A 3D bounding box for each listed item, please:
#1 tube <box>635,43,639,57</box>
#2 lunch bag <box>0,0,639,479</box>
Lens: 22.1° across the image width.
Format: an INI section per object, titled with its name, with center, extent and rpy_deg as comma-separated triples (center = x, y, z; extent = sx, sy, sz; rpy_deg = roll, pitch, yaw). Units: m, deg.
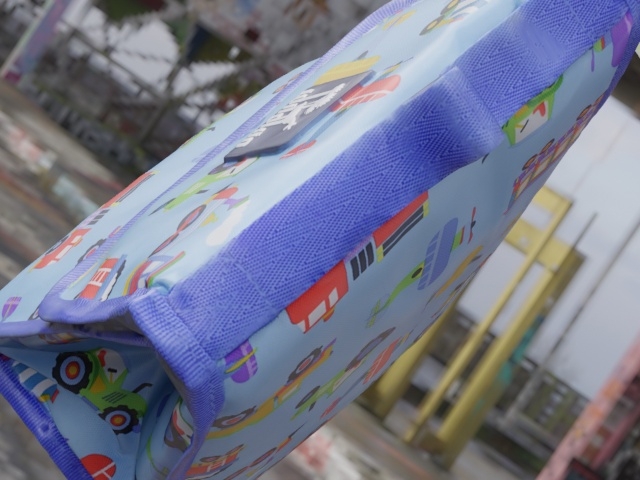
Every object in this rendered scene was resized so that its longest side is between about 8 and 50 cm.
[tube]
center = 0.208, -0.165, 0.639
extent = 0.062, 0.240, 0.070
rpy_deg = 45, 18, -30
[lunch bag]
center = 0.000, 0.000, 0.631
extent = 0.138, 0.221, 0.293
rpy_deg = 52, -23, -2
